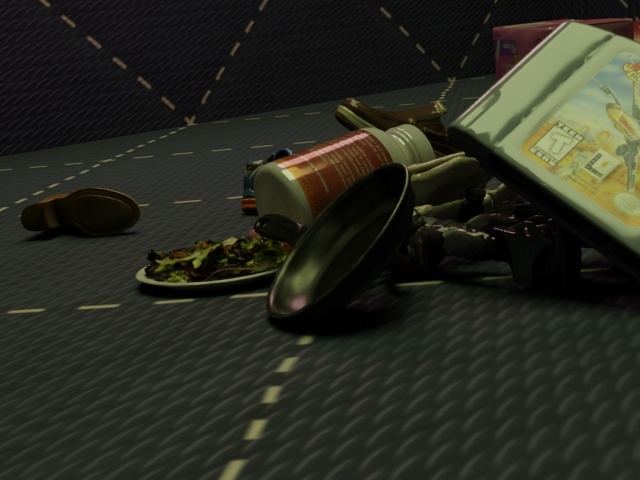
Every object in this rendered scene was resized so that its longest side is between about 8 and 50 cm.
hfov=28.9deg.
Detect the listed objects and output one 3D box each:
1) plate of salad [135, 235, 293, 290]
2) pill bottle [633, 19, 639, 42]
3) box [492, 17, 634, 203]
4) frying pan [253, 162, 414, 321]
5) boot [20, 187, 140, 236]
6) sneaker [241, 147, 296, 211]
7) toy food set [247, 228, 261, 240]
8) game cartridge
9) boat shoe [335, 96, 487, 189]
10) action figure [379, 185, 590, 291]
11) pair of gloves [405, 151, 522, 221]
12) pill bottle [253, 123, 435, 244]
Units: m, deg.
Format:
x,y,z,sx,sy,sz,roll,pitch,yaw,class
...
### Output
x,y,z,sx,sy,sz,roll,pitch,yaw,class
-0.117,0.019,1.449,0.200,0.048,0.200,-6,12,1,plate of salad
0.548,-0.236,1.926,0.392,0.224,0.224,-5,11,3,pill bottle
0.324,-0.168,1.651,0.117,0.243,0.213,-8,12,-9,box
-0.012,0.021,1.271,0.326,0.053,0.197,-25,29,54,frying pan
-0.338,-0.052,1.891,0.197,0.073,0.152,0,8,18,boot
-0.037,-0.103,1.933,0.083,0.087,0.221,3,14,37,sneaker
-0.057,-0.011,1.644,0.078,0.019,0.122,-5,11,7,toy food set
0.293,-0.087,1.180,0.198,0.062,0.297,-45,61,-11,game cartridge
0.143,-0.158,1.783,0.257,0.095,0.095,24,6,-27,boat shoe
0.152,-0.006,1.309,0.285,0.099,0.185,-3,18,38,action figure
0.156,-0.049,1.451,0.204,0.042,0.240,-12,-18,-9,pair of gloves
0.035,-0.071,1.560,0.216,0.121,0.121,-23,17,-27,pill bottle
